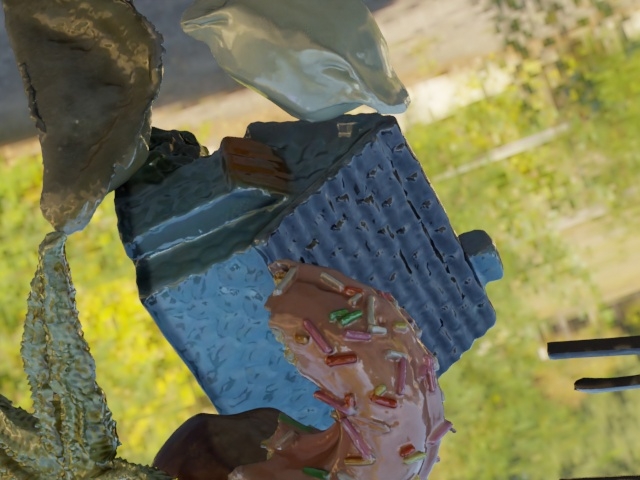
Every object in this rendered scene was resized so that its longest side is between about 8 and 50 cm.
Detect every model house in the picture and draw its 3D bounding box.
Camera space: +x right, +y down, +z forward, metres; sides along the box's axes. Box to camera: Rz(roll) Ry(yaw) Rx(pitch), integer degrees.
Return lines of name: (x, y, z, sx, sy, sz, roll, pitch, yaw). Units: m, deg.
model house: (0.000, 0.000, 1.688, 0.339, 0.360, 0.297, -23, -145, 10)

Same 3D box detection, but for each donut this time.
donut: (0.013, 0.099, 0.843, 0.117, 0.166, 0.065, 8, -160, 15)

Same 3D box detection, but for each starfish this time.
starfish: (-0.143, 0.168, 0.910, 0.078, 0.347, 0.357, -9, -178, -36)

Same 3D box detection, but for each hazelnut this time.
hazelnut: (-0.047, 0.188, 1.074, 0.154, 0.143, 0.143, 11, 164, -16)

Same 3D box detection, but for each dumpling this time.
dumpling: (-0.223, -0.155, 1.587, 0.166, 0.332, 0.086, -19, 151, 5)
dumpling: (-0.015, -0.190, 1.526, 0.162, 0.250, 0.132, -35, 149, -54)

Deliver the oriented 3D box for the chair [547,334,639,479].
chair: (0.362, 0.147, 1.296, 0.319, 0.160, 0.186, -8, 158, 16)
